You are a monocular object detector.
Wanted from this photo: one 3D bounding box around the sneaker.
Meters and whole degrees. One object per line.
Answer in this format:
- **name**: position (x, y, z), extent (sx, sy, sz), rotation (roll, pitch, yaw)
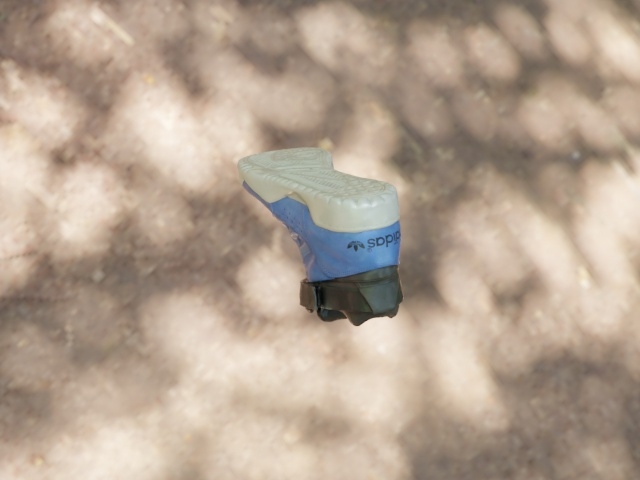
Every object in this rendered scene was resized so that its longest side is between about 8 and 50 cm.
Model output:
- **sneaker**: position (-0.001, 0.000, 0.884), extent (0.058, 0.152, 0.084), rotation (-14, 110, -25)
